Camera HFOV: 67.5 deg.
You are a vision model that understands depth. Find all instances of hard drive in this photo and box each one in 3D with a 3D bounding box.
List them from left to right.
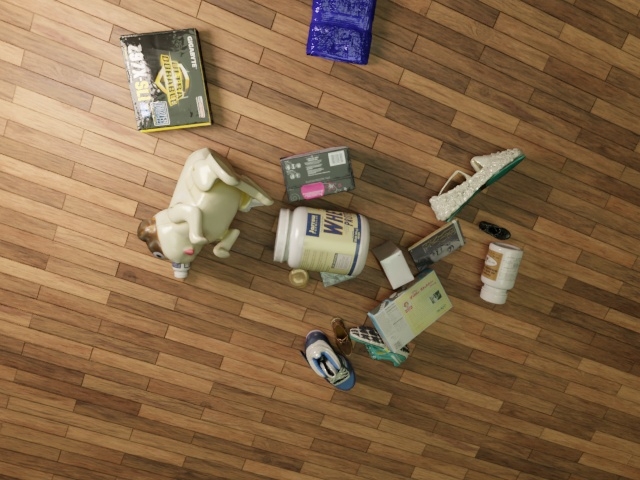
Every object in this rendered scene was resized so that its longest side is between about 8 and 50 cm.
[{"bbox_3d":[0.066,0.123,1.922,0.135,0.022,0.094,-18,105,-1],"label":"hard drive"}]

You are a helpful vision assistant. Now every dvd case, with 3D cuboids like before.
[{"bbox_3d":[0.463,0.022,1.895,0.221,0.018,0.164,-33,136,3],"label":"dvd case"}]

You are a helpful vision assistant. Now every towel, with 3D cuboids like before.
[{"bbox_3d":[0.081,-0.785,1.666,0.228,0.076,0.308,6,103,-8],"label":"towel"}]

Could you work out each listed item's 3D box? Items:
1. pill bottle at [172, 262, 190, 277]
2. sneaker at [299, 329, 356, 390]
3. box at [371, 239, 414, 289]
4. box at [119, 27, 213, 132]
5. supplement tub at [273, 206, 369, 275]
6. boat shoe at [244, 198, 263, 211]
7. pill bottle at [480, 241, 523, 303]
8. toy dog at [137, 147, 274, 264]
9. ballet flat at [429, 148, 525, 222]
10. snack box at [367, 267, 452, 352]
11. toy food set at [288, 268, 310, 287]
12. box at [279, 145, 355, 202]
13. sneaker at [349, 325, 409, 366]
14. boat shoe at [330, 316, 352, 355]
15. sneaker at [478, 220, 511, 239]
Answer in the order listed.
[{"bbox_3d":[-0.531,0.078,1.830,0.067,0.067,0.120,4,104,-6],"label":"pill bottle"},{"bbox_3d":[0.046,0.522,1.910,0.130,0.236,0.323,-32,105,3],"label":"sneaker"},{"bbox_3d":[0.277,0.091,1.858,0.091,0.170,0.130,-27,104,2],"label":"box"},{"bbox_3d":[-0.529,-0.552,1.667,0.257,0.079,0.322,-7,105,-2],"label":"box"},{"bbox_3d":[0.000,0.000,1.774,0.325,0.235,0.235,8,103,-8],"label":"supplement tub"},{"bbox_3d":[-0.291,-0.139,1.802,0.184,0.066,0.063,0,114,-6],"label":"boat shoe"},{"bbox_3d":[0.721,0.131,1.932,0.131,0.131,0.229,9,103,-8],"label":"pill bottle"},{"bbox_3d":[-0.440,-0.103,1.648,0.395,0.284,0.408,42,96,22],"label":"toy dog"},{"bbox_3d":[0.586,-0.238,1.831,0.409,0.147,0.147,-40,104,5],"label":"ballet flat"},{"bbox_3d":[0.363,0.278,1.923,0.322,0.060,0.187,-34,106,-15],"label":"snack box"},{"bbox_3d":[-0.085,0.145,1.914,0.083,0.020,0.082,23,101,-10],"label":"toy food set"},{"bbox_3d":[-0.014,-0.248,1.760,0.247,0.142,0.163,-12,104,-4],"label":"box"},{"bbox_3d":[0.236,0.444,1.983,0.275,0.107,0.110,27,109,-11],"label":"sneaker"},{"bbox_3d":[0.089,0.404,1.975,0.064,0.060,0.178,-20,105,0],"label":"boat shoe"},{"bbox_3d":[0.697,-0.035,1.908,0.170,0.089,0.051,22,101,-10],"label":"sneaker"}]
